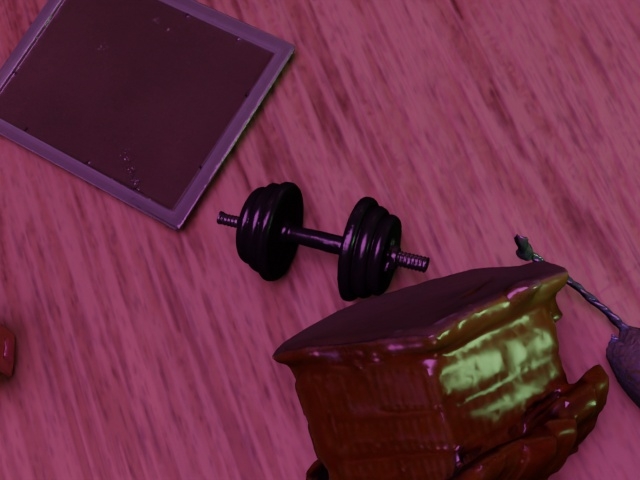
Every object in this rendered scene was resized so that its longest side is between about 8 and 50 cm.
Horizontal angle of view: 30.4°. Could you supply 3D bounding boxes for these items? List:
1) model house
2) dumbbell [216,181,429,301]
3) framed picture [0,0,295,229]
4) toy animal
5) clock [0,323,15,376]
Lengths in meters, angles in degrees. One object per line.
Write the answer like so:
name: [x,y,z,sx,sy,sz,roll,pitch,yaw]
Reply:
model house: [0.110,0.155,0.997,0.219,0.199,0.229,-5,101,50]
dumbbell: [0.000,0.000,1.101,0.208,0.099,0.099,13,74,17]
framed picture: [-0.202,-0.165,1.252,0.296,0.019,0.232,28,79,21]
toy animal: [0.268,0.086,1.018,0.070,0.079,0.253,-31,65,-24]
clock: [-0.435,0.102,1.112,0.255,0.220,0.106,-2,71,4]
